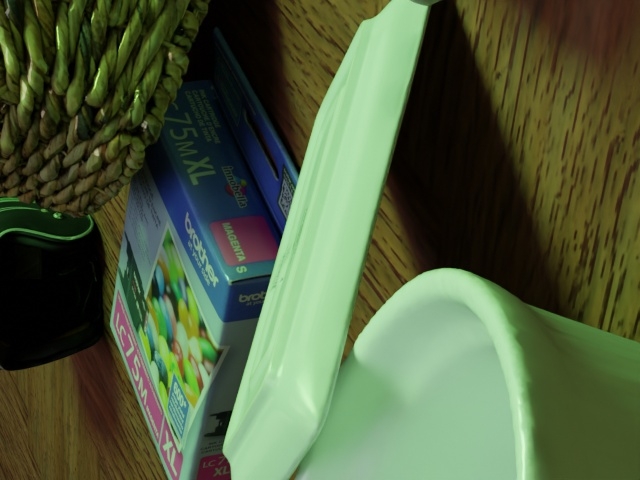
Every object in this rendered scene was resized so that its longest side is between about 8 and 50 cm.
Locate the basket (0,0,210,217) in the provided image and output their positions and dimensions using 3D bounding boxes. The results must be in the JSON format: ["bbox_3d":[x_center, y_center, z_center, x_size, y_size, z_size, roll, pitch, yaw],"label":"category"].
[{"bbox_3d":[-0.222,-0.145,1.191,0.299,0.223,0.213,-3,66,70],"label":"basket"}]

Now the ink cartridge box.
[{"bbox_3d":[-0.084,0.026,1.249,0.311,0.065,0.186,108,145,-46],"label":"ink cartridge box"}]

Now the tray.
[{"bbox_3d":[0.000,0.000,0.891,0.145,0.030,0.270,118,169,-58],"label":"tray"}]

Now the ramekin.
[{"bbox_3d":[0.078,0.160,0.712,0.277,0.135,0.277,-166,90,-73],"label":"ramekin"}]

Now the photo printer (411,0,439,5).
[{"bbox_3d":[0.035,-0.275,0.763,0.308,0.107,0.256,102,149,-44],"label":"photo printer"}]

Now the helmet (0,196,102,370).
[{"bbox_3d":[-0.285,0.039,1.601,0.169,0.161,0.169,169,90,-68],"label":"helmet"}]
